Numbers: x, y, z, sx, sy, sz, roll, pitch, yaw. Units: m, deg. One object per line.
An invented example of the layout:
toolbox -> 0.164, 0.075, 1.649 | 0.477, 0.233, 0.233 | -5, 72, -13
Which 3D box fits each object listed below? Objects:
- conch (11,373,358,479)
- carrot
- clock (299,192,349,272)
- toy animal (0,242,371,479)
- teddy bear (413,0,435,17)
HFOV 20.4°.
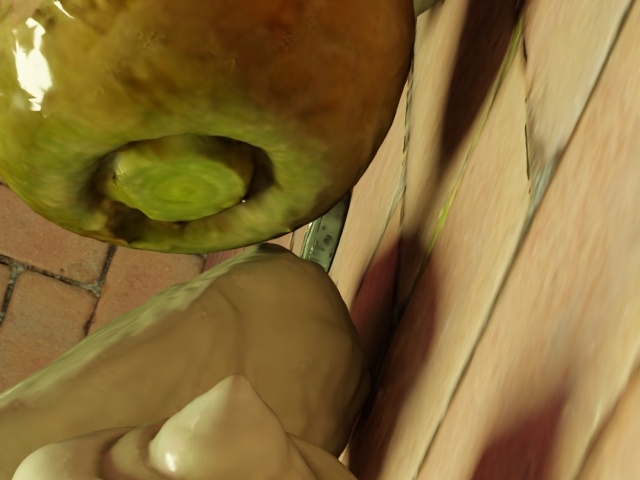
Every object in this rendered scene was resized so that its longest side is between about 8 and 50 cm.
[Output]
conch -> -0.019, 0.154, 0.553 | 0.158, 0.127, 0.255 | 43, 144, 48
carrot -> -0.072, -0.171, 0.862 | 0.224, 0.224, 0.340 | 116, 154, -57
clock -> 0.000, 0.000, 1.244 | 0.085, 0.017, 0.085 | -162, 90, -84
toy animal -> -0.066, 0.115, 0.855 | 0.266, 0.188, 0.308 | -41, 3, -25
teddy bear -> 0.023, -0.225, 1.040 | 0.236, 0.151, 0.267 | -87, 17, -76
